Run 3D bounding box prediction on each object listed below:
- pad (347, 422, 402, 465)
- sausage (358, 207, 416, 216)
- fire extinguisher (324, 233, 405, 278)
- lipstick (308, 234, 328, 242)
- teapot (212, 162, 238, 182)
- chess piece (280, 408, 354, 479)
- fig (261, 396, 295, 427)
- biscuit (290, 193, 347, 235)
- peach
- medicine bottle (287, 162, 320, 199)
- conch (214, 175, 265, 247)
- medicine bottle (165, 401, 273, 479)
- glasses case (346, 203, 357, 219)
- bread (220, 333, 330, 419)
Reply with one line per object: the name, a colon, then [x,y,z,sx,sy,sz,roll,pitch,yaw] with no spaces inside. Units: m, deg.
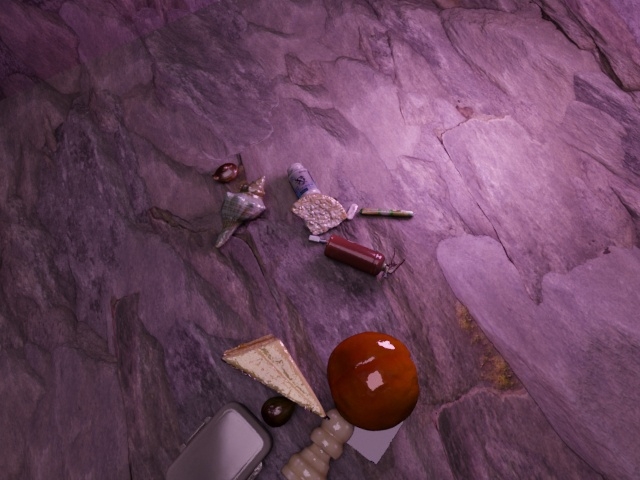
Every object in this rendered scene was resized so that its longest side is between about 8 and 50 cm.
pad: [0.213,0.702,1.550,0.163,0.004,0.243,33,75,17]
sausage: [0.305,-0.129,1.861,0.268,0.033,0.033,3,68,7]
fire extinguisher: [0.195,0.060,1.753,0.336,0.106,0.148,21,84,13]
lipstick: [0.000,0.000,1.844,0.107,0.025,0.025,12,70,5]
teapot: [-0.472,-0.338,1.998,0.129,0.078,0.098,-29,68,-6]
chess piece: [0.010,0.761,1.472,0.167,0.167,0.300,34,71,17]
fig: [-0.152,0.646,1.557,0.154,0.103,0.109,-38,92,-1]
biscuit: [-0.008,-0.117,1.847,0.265,0.040,0.188,12,95,-8]
peach: [0.179,0.508,1.461,0.301,0.343,0.343,-9,67,-12]
medicine bottle: [-0.085,-0.270,1.917,0.106,0.107,0.192,-26,68,-5]
conch: [-0.387,-0.154,1.874,0.386,0.170,0.203,-43,45,-14]
medicine bottle: [-0.371,0.810,1.500,0.282,0.123,0.375,39,77,17]
glasses case: [0.147,-0.134,1.884,0.032,0.021,0.083,24,72,12]
bread: [-0.182,0.526,1.501,0.242,0.346,0.405,-27,75,-14]
